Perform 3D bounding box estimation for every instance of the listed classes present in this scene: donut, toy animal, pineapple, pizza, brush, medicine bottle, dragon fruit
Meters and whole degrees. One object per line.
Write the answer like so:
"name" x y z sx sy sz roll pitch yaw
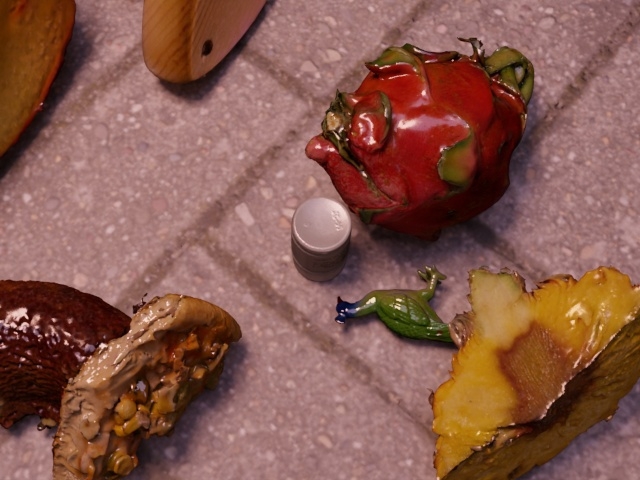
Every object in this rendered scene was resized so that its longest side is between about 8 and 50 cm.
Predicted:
"donut" -0.268 0.092 0.795 0.186 0.126 0.144 29 63 9
"toy animal" 0.125 0.068 0.858 0.216 0.041 0.075 12 70 -1
"pineapple" 0.191 0.114 0.803 0.250 0.140 0.164 -49 45 4
"pizza" -0.157 0.139 0.761 0.069 0.147 0.226 36 70 25
"brush" -0.155 -0.309 0.942 0.166 0.174 0.267 20 85 20
"medicine bottle" 0.000 0.000 0.852 0.058 0.091 0.058 1 69 -1
"dragon fruit" 0.107 -0.123 0.849 0.200 0.198 0.269 43 65 -31

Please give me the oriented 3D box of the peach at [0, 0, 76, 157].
"peach" -0.374 -0.188 0.821 0.281 0.281 0.338 -9 65 -6
